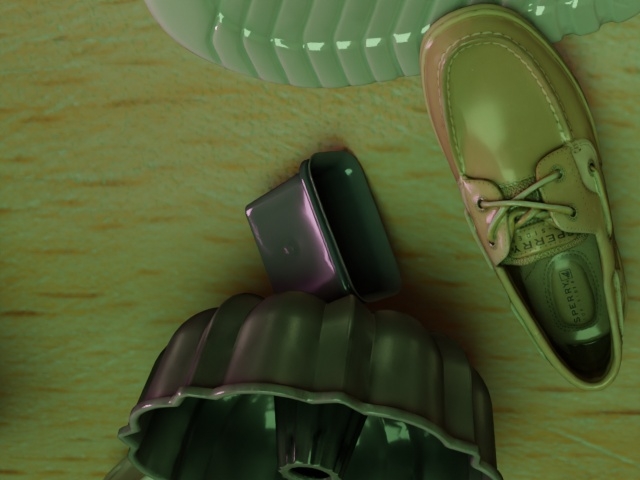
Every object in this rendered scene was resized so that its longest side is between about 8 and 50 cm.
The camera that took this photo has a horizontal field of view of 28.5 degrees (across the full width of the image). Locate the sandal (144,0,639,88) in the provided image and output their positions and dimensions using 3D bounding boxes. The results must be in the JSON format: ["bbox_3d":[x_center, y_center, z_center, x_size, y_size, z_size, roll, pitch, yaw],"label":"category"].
[{"bbox_3d":[0.066,-0.215,1.002,0.416,0.102,0.169,-2,130,-1],"label":"sandal"}]

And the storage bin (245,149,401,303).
[{"bbox_3d":[0.000,0.000,1.106,0.091,0.098,0.135,-23,84,32],"label":"storage bin"}]

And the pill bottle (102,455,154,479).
[{"bbox_3d":[-0.126,0.291,1.244,0.112,0.112,0.187,-29,104,21],"label":"pill bottle"}]

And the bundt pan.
[{"bbox_3d":[-0.001,0.148,1.095,0.330,0.124,0.331,7,149,4],"label":"bundt pan"}]

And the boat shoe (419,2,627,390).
[{"bbox_3d":[0.178,-0.029,1.011,0.121,0.110,0.341,-21,119,16],"label":"boat shoe"}]
